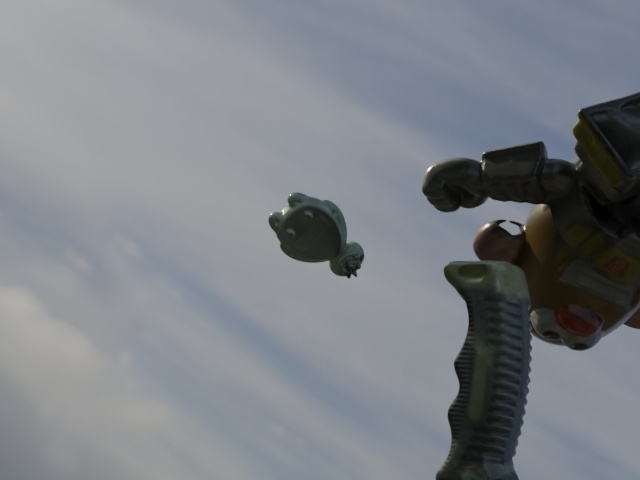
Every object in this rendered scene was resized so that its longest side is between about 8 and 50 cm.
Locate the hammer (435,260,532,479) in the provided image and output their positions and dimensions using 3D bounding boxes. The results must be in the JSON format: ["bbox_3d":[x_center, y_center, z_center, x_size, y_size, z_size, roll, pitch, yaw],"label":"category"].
[{"bbox_3d":[0.113,0.125,1.033,0.159,0.226,0.041,-3,-18,36],"label":"hammer"}]

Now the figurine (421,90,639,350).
[{"bbox_3d":[0.276,-0.004,1.425,0.342,0.167,0.285,43,-40,3],"label":"figurine"}]

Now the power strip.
[{"bbox_3d":[0.000,0.000,1.140,0.083,0.055,0.035,39,14,-24],"label":"power strip"}]
